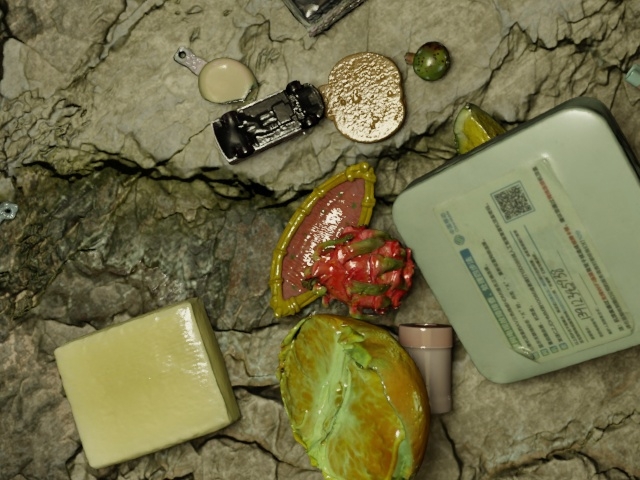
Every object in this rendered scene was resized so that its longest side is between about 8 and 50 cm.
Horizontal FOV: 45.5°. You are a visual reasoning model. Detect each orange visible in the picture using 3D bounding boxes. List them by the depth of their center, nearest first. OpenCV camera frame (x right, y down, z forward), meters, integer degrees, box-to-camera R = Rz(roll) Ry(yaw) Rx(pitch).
[{"bbox_3d":[0.067,0.264,1.279,0.196,0.334,0.262,-13,113,-23],"label":"orange"}]

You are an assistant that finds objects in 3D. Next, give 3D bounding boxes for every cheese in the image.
[{"bbox_3d":[-0.311,0.257,1.384,0.265,0.124,0.242,-19,83,4],"label":"cheese"},{"bbox_3d":[-0.201,-0.301,1.431,0.171,0.047,0.092,15,87,4],"label":"cheese"}]

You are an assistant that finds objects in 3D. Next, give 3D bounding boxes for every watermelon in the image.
[{"bbox_3d":[0.341,-0.120,1.345,0.123,0.129,0.301,-41,91,-3],"label":"watermelon"}]

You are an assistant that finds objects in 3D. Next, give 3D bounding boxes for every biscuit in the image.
[{"bbox_3d":[0.077,-0.261,1.411,0.170,0.050,0.170,0,92,12],"label":"biscuit"}]

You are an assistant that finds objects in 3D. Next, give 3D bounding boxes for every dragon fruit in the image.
[{"bbox_3d":[0.061,0.052,1.305,0.172,0.166,0.160,18,53,-17],"label":"dragon fruit"}]

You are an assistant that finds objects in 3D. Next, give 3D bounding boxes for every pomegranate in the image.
[{"bbox_3d":[0.198,-0.333,1.397,0.073,0.073,0.084,-39,62,2],"label":"pomegranate"}]

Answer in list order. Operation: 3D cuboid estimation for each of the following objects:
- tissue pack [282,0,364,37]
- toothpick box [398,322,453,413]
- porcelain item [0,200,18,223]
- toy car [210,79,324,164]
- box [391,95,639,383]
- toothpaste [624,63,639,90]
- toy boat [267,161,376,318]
[{"bbox_3d":[0.035,-0.559,1.390,0.332,0.123,0.245,-37,81,-1],"label":"tissue pack"},{"bbox_3d":[0.187,0.226,1.360,0.098,0.098,0.149,1,89,4],"label":"toothpick box"},{"bbox_3d":[-0.617,-0.047,1.463,0.083,0.028,0.036,-29,103,1],"label":"porcelain item"},{"bbox_3d":[-0.092,-0.211,1.395,0.209,0.108,0.089,-26,84,-1],"label":"toy car"},{"bbox_3d":[0.359,0.016,1.257,0.396,0.111,0.396,-26,96,33],"label":"box"},{"bbox_3d":[0.646,-0.251,1.377,0.205,0.036,0.056,31,89,1],"label":"toothpaste"},{"bbox_3d":[0.002,-0.001,1.384,0.141,0.099,0.318,32,93,8],"label":"toy boat"}]
